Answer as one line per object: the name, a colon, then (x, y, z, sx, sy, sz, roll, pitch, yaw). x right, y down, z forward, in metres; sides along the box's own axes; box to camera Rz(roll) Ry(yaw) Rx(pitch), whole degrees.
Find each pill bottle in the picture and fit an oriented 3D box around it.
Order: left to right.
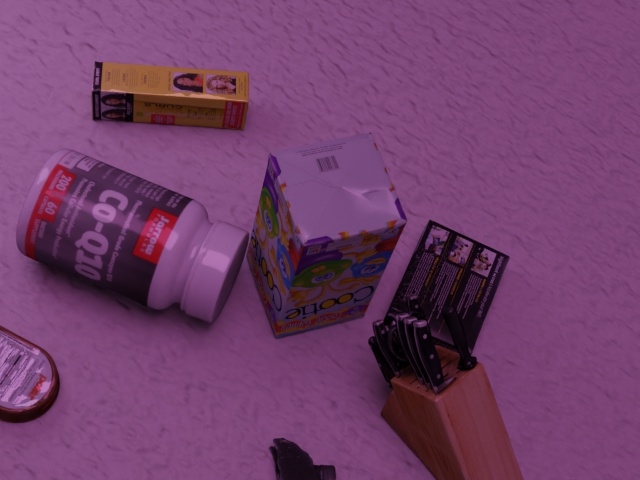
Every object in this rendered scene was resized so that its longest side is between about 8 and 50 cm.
pill bottle: (-0.252, -0.003, 1.580, 0.283, 0.161, 0.161, 22, 60, 3)

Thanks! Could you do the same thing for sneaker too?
sneaker: (-0.027, 0.341, 1.497, 0.089, 0.051, 0.170, 7, 56, -6)

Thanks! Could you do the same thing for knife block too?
knife block: (0.172, 0.207, 1.494, 0.088, 0.242, 0.276, -34, 72, -24)

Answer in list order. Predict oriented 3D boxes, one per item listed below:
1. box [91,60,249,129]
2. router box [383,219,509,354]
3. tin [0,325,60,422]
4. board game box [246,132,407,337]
box: (-0.226, -0.218, 1.749, 0.232, 0.087, 0.058, 3, 63, -10)
router box: (0.183, 0.073, 1.682, 0.133, 0.046, 0.179, 25, 60, 4)
tin: (-0.435, 0.166, 1.528, 0.189, 0.040, 0.106, 27, 64, 5)
board game box: (0.000, 0.000, 1.558, 0.144, 0.275, 0.142, -13, 65, -17)
